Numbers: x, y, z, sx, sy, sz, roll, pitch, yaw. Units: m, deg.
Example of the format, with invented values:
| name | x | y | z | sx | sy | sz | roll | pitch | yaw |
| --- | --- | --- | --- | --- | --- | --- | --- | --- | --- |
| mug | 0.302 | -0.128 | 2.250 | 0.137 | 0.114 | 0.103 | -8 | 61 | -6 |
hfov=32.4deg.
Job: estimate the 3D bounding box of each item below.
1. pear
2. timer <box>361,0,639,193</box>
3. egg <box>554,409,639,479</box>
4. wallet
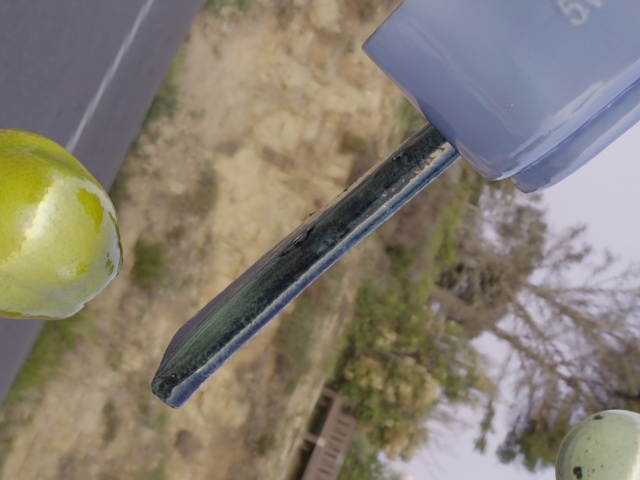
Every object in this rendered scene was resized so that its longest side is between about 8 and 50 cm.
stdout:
| name | x | y | z | sx | sy | sz | roll | pitch | yaw |
| --- | --- | --- | --- | --- | --- | --- | --- | --- | --- |
| pear | -0.143 | -0.006 | 0.524 | 0.092 | 0.097 | 0.092 | -41 | -178 | 1 |
| timer | 0.204 | -0.230 | 0.662 | 0.395 | 0.173 | 0.395 | -44 | -177 | 3 |
| egg | 0.309 | 0.238 | 1.126 | 0.164 | 0.131 | 0.131 | 11 | 105 | -61 |
| wallet | 0.000 | 0.000 | 0.999 | 0.379 | 0.046 | 0.190 | -41 | -175 | 12 |
